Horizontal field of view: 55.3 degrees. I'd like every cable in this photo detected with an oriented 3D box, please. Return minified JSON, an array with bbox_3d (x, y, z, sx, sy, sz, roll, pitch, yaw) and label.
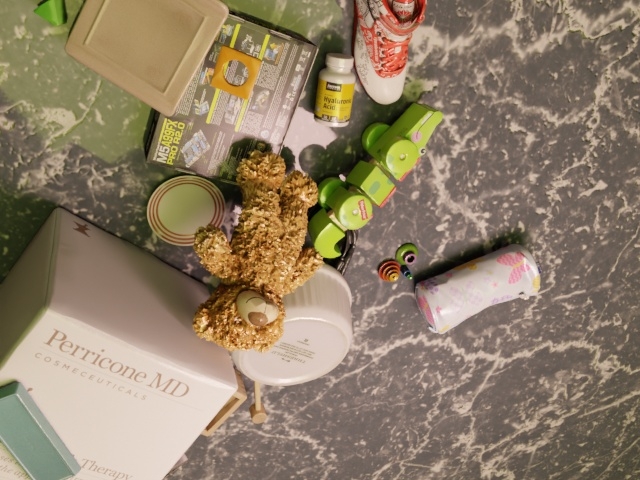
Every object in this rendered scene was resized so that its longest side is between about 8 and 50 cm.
[{"bbox_3d":[0.000,0.000,1.214,0.150,0.047,0.184,20,100,-17],"label":"cable"}]

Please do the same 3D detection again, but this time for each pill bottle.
[{"bbox_3d":[0.026,-0.261,1.061,0.065,0.065,0.116,-2,118,-18],"label":"pill bottle"}]

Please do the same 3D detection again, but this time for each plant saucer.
[{"bbox_3d":[-0.407,0.280,0.855,0.067,0.018,0.192,-20,123,-7],"label":"plant saucer"}]

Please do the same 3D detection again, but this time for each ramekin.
[{"bbox_3d":[-0.060,0.170,1.190,0.272,0.127,0.273,-8,135,-9],"label":"ramekin"}]

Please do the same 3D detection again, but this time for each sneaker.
[{"bbox_3d":[0.112,-0.333,1.002,0.090,0.145,0.270,-16,123,-10],"label":"sneaker"}]

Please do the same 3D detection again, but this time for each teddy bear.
[{"bbox_3d":[-0.091,0.018,1.012,0.245,0.113,0.338,52,54,-40],"label":"teddy bear"}]

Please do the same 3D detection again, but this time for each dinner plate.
[{"bbox_3d":[-0.243,-0.055,1.112,0.141,0.017,0.141,-8,121,-14],"label":"dinner plate"}]

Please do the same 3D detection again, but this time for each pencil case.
[{"bbox_3d":[0.346,0.106,1.353,0.273,0.113,0.124,-21,101,-6],"label":"pencil case"}]

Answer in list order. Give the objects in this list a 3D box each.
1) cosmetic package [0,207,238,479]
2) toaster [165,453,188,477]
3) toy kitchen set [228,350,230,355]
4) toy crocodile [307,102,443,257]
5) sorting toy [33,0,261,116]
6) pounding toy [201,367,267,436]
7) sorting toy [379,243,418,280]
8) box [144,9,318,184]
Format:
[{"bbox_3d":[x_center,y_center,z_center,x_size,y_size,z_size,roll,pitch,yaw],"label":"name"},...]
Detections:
[{"bbox_3d":[-0.408,0.229,1.031,0.329,0.327,0.394,33,103,-31],"label":"cosmetic package"},{"bbox_3d":[-0.380,0.461,1.261,0.185,0.110,0.168,-39,168,9],"label":"toaster"},{"bbox_3d":[-0.235,0.224,1.233,0.075,0.068,0.083,-40,84,-21],"label":"toy kitchen set"},{"bbox_3d":[0.098,-0.113,1.128,0.105,0.115,0.340,39,92,-33],"label":"toy crocodile"},{"bbox_3d":[-0.251,-0.308,0.898,0.347,0.047,0.196,32,113,-11],"label":"sorting toy"},{"bbox_3d":[-0.203,0.315,1.291,0.181,0.094,0.206,-46,123,10],"label":"pounding toy"},{"bbox_3d":[0.175,0.057,1.309,0.102,0.042,0.061,-40,123,6],"label":"sorting toy"},{"bbox_3d":[-0.152,-0.234,1.018,0.216,0.060,0.270,12,114,-24],"label":"box"}]
